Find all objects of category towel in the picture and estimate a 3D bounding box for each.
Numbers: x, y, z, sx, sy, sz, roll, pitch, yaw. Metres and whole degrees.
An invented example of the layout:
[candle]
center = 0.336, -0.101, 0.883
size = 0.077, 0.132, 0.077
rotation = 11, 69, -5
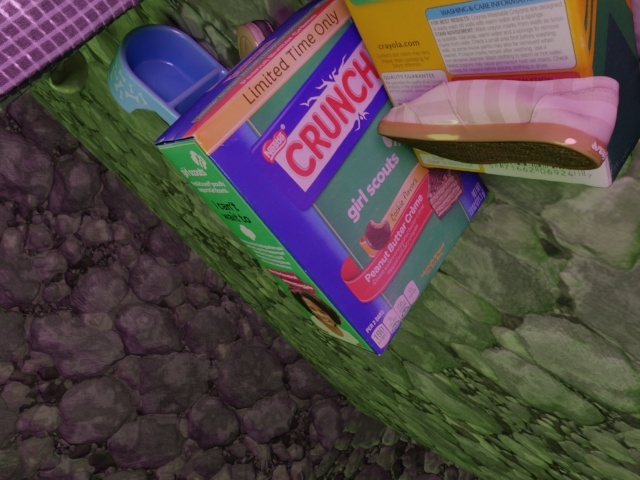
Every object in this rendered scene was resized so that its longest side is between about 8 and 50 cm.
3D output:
[towel]
center = -0.385, -0.317, 0.602
size = 0.121, 0.283, 0.235
rotation = 14, 148, 48

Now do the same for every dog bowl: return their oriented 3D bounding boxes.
[dog bowl]
center = -0.216, -0.239, 0.848
size = 0.297, 0.166, 0.074
rotation = 42, 149, -3

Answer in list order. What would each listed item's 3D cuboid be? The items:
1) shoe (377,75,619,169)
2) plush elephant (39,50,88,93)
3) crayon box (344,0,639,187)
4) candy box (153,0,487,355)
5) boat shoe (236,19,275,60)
[shoe]
center = 0.133, -0.099, 0.418
size = 0.077, 0.058, 0.219
rotation = 15, -177, -37
[plush elephant]
center = -0.554, -0.403, 0.917
size = 0.330, 0.272, 0.255
rotation = -148, 57, -64
[crayon box]
center = 0.126, -0.196, 0.413
size = 0.203, 0.083, 0.323
rotation = 17, 151, 48
[candy box]
center = 0.025, -0.077, 0.577
size = 0.122, 0.268, 0.317
rotation = 4, 140, 54
[boat shoe]
center = -0.018, -0.179, 0.705
size = 0.103, 0.092, 0.285
rotation = 42, 165, 55
